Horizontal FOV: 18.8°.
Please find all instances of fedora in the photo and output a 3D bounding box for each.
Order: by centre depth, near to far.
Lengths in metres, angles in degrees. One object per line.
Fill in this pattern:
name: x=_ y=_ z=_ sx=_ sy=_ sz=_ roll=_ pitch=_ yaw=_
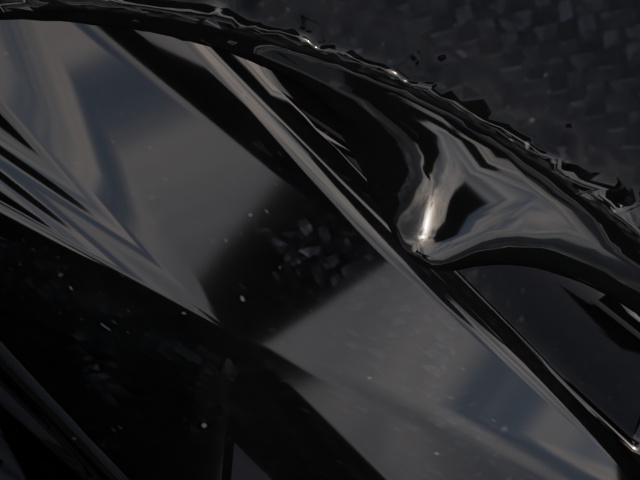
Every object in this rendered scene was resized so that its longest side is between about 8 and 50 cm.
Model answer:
fedora: x=0.000 y=0.000 z=0.464 sx=0.334 sy=0.152 sz=0.334 roll=8 pitch=138 yaw=7
